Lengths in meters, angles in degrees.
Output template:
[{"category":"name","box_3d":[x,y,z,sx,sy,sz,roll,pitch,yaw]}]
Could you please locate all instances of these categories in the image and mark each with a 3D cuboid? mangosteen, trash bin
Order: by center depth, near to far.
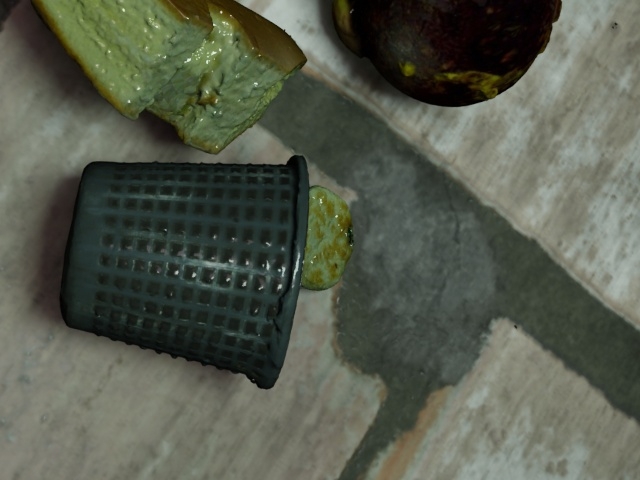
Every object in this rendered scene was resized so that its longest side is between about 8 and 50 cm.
[{"category":"trash bin","box_3d":[-0.100,0.012,0.798,0.161,0.175,0.176,9,86,-11]},{"category":"mangosteen","box_3d":[0.081,-0.207,0.866,0.217,0.192,0.192,17,82,5]}]

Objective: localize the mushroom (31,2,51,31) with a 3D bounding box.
[{"category":"mushroom","box_3d":[-0.150,-0.193,0.814,0.126,0.085,0.109,-39,147,17]}]

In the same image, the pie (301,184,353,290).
[{"category":"pie","box_3d":[0.000,0.000,0.892,0.085,0.017,0.085,1,89,-49]}]

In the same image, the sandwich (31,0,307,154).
[{"category":"sandwich","box_3d":[-0.092,-0.129,0.778,0.090,0.088,0.244,-41,141,23]}]
